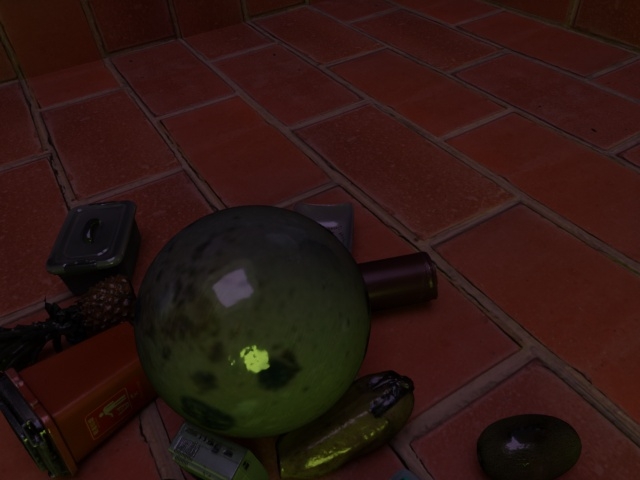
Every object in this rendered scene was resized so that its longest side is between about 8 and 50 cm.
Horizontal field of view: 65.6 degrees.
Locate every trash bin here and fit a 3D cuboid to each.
[{"bbox_3d":[-0.407,0.252,0.859,0.185,0.161,0.239,28,44,30],"label":"trash bin"}]

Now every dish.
[{"bbox_3d":[0.000,0.000,1.141,0.151,0.077,0.212,1,40,5],"label":"dish"}]

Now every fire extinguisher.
[{"bbox_3d":[0.059,0.097,1.026,0.337,0.106,0.147,-9,12,-5],"label":"fire extinguisher"}]

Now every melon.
[{"bbox_3d":[0.319,0.318,0.758,0.162,0.099,0.099,-9,43,-6],"label":"melon"}]

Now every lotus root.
[{"bbox_3d":[0.042,0.298,0.807,0.259,0.097,0.110,-26,39,-11],"label":"lotus root"}]

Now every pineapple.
[{"bbox_3d":[-0.504,0.166,0.987,0.278,0.130,0.119,-22,75,-21],"label":"pineapple"}]

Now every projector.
[{"bbox_3d":[-0.150,0.336,0.738,0.115,0.147,0.061,17,55,22],"label":"projector"}]

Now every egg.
[{"bbox_3d":[-0.097,0.118,0.744,0.345,0.344,0.428,0,-2,5],"label":"egg"}]

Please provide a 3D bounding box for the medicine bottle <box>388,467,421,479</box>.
[{"bbox_3d":[0.162,0.429,0.660,0.121,0.083,0.229,-34,49,-31],"label":"medicine bottle"}]

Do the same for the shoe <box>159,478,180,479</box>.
[{"bbox_3d":[-0.242,0.396,0.702,0.228,0.125,0.099,-4,45,-2],"label":"shoe"}]

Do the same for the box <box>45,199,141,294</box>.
[{"bbox_3d":[-0.504,0.013,1.134,0.162,0.130,0.227,-7,42,-2],"label":"box"}]
